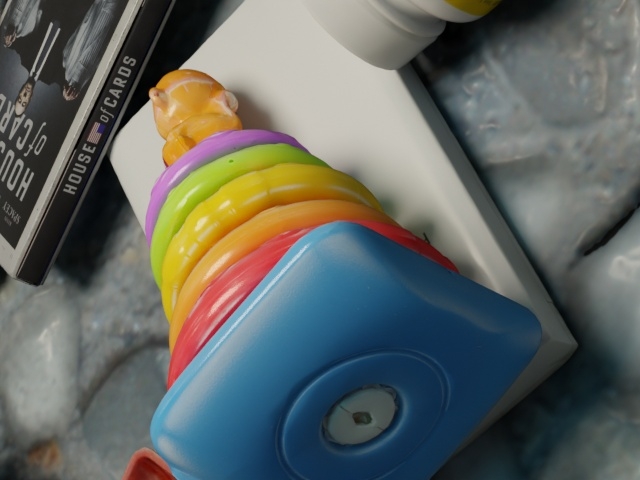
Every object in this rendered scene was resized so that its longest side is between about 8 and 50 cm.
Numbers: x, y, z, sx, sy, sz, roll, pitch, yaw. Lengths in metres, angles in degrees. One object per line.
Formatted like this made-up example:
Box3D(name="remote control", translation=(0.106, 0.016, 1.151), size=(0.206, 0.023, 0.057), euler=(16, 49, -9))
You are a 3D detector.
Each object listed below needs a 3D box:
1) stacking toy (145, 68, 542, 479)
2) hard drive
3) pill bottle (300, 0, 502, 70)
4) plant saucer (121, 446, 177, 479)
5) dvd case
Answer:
Box3D(name="stacking toy", translation=(-0.035, -0.001, 1.072), size=(0.166, 0.175, 0.302), euler=(-49, 42, 17))
Box3D(name="hard drive", translation=(0.000, 0.000, 1.151), size=(0.203, 0.040, 0.308), euler=(-43, 55, 24))
Box3D(name="pill bottle", translation=(0.083, -0.194, 1.075), size=(0.208, 0.119, 0.119), euler=(-41, 57, 25))
Box3D(name="plant saucer", translation=(-0.062, 0.289, 1.130), size=(0.258, 0.047, 0.259), euler=(30, 99, 40))
Box3D(name="dvd case", translation=(-0.176, -0.110, 1.307), size=(0.179, 0.029, 0.239), euler=(39, 105, 53))
